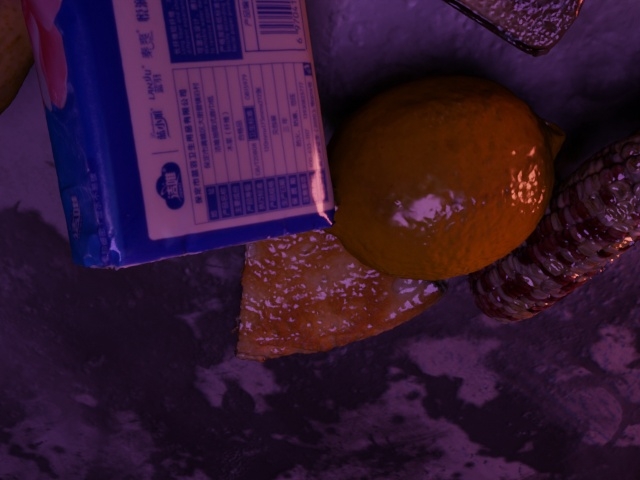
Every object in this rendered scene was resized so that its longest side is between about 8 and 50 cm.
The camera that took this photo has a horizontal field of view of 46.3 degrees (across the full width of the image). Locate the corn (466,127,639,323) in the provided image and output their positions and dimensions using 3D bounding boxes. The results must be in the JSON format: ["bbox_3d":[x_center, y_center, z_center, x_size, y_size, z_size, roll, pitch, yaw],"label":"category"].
[{"bbox_3d":[0.245,-0.006,0.741,0.098,0.098,0.290,19,145,-12],"label":"corn"}]

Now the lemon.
[{"bbox_3d":[0.105,-0.058,0.692,0.256,0.188,0.188,-15,126,-4],"label":"lemon"}]

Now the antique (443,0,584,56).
[{"bbox_3d":[0.083,-0.269,0.603,0.309,0.087,0.093,27,122,-17],"label":"antique"}]

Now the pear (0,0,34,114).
[{"bbox_3d":[-0.359,-0.185,0.597,0.271,0.271,0.271,1,127,1],"label":"pear"}]

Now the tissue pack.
[{"bbox_3d":[-0.113,-0.123,0.600,0.209,0.137,0.270,-13,97,-27],"label":"tissue pack"}]

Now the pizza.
[{"bbox_3d":[0.000,0.000,0.818,0.279,0.075,0.288,-13,123,6],"label":"pizza"}]
